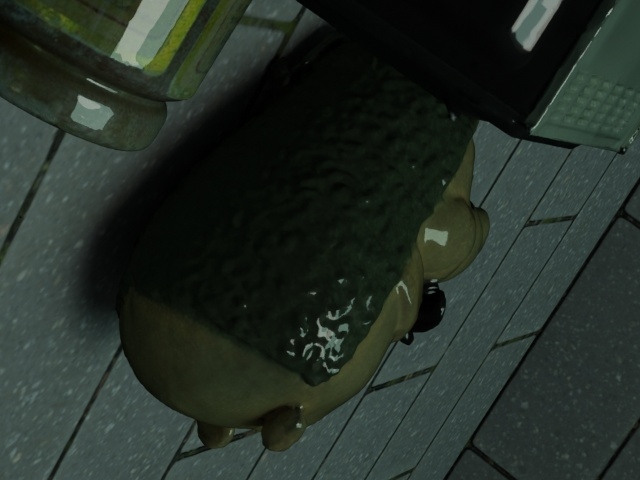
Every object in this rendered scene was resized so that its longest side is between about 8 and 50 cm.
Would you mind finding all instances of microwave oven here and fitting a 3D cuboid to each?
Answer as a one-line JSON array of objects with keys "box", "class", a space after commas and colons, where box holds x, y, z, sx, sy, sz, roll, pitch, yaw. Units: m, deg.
[{"box": [0.084, -0.195, 0.887, 0.181, 0.295, 0.237, -58, 158, 16], "class": "microwave oven"}]

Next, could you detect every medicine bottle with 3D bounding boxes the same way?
[{"box": [-0.069, -0.216, 0.740, 0.322, 0.151, 0.151, -57, 158, 12], "class": "medicine bottle"}]

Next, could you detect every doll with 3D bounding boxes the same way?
[{"box": [0.000, 0.000, 1.127, 0.349, 0.247, 0.247, -59, 163, -24], "class": "doll"}]
